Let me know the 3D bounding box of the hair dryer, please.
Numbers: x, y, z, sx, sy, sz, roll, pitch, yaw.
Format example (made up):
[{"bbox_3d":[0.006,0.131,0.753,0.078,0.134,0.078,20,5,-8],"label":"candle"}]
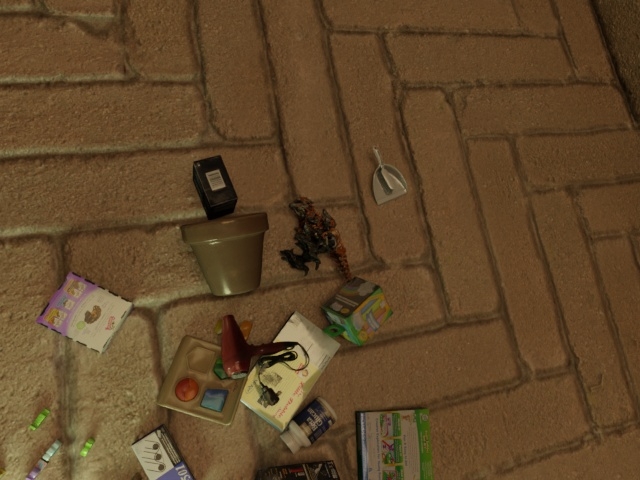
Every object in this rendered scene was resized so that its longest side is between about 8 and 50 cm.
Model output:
[{"bbox_3d":[-0.194,0.338,1.392,0.293,0.080,0.223,42,39,2],"label":"hair dryer"}]

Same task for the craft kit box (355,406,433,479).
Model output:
[{"bbox_3d":[0.238,0.674,1.496,0.247,0.061,0.249,3,75,-14],"label":"craft kit box"}]

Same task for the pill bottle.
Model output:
[{"bbox_3d":[-0.038,0.567,1.417,0.169,0.094,0.094,-36,88,-22],"label":"pill bottle"}]

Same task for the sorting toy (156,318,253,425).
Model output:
[{"bbox_3d":[-0.323,0.365,1.384,0.229,0.041,0.307,17,61,-1],"label":"sorting toy"}]

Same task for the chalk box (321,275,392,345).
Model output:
[{"bbox_3d":[0.104,0.243,1.504,0.213,0.132,0.132,-40,122,-22],"label":"chalk box"}]

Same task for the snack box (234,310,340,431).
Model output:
[{"bbox_3d":[-0.102,0.405,1.459,0.187,0.060,0.322,38,68,-1],"label":"snack box"}]

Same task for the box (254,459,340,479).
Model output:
[{"bbox_3d":[-0.030,0.760,1.254,0.243,0.307,0.076,6,118,-26],"label":"box"}]

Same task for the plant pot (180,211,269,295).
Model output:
[{"bbox_3d":[-0.278,0.044,1.423,0.263,0.263,0.229,-10,95,-19],"label":"plant pot"}]

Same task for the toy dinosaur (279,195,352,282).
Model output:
[{"bbox_3d":[0.000,0.000,1.561,0.322,0.164,0.218,39,51,17],"label":"toy dinosaur"}]

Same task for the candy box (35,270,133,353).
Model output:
[{"bbox_3d":[-0.670,0.209,1.334,0.196,0.070,0.164,29,69,-7],"label":"candy box"}]

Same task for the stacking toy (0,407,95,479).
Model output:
[{"bbox_3d":[-0.734,0.586,1.223,0.167,0.052,0.221,34,68,-6],"label":"stacking toy"}]

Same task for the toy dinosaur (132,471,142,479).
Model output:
[{"bbox_3d":[-0.565,0.717,1.233,0.112,0.064,0.211,37,69,-6],"label":"toy dinosaur"}]

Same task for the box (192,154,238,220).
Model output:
[{"bbox_3d":[-0.341,-0.166,1.488,0.093,0.158,0.155,-20,83,-20],"label":"box"}]

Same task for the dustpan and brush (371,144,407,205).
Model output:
[{"bbox_3d":[0.237,-0.254,1.741,0.147,0.060,0.211,-24,84,-21],"label":"dustpan and brush"}]

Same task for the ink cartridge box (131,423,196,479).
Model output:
[{"bbox_3d":[-0.435,0.635,1.304,0.097,0.046,0.207,-29,86,-20],"label":"ink cartridge box"}]
